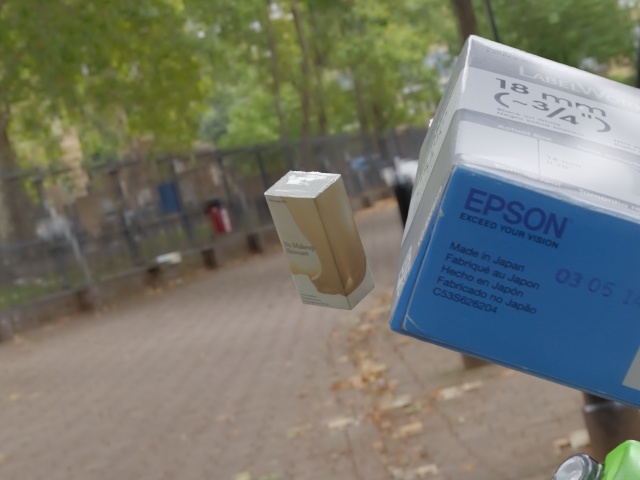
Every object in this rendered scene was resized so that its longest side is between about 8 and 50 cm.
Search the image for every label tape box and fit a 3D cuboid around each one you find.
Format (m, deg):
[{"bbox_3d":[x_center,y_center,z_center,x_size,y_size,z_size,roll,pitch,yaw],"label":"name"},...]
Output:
[{"bbox_3d":[0.181,-0.028,0.834,0.240,0.106,0.334,18,25,0],"label":"label tape box"}]

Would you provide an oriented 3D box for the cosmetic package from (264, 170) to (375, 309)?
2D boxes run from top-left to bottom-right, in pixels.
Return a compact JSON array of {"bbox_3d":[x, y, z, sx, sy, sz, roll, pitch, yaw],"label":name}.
[{"bbox_3d":[0.000,0.000,1.200,0.060,0.115,0.041,5,35,40],"label":"cosmetic package"}]

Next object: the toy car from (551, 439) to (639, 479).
[{"bbox_3d":[0.056,0.161,0.545,0.225,0.239,0.053,-43,17,25],"label":"toy car"}]
